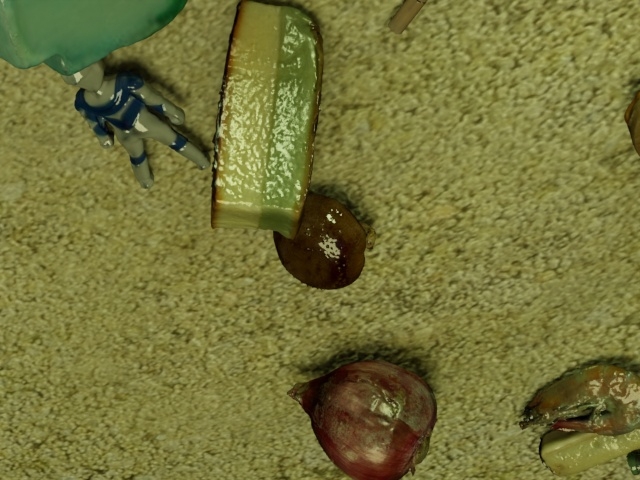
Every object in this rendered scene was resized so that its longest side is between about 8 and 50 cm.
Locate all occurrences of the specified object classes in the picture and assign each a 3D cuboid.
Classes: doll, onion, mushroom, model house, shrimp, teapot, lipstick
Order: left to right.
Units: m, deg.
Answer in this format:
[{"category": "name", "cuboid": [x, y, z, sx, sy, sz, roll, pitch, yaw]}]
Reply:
[{"category": "model house", "cuboid": [-0.286, -0.326, 1.357, 0.249, 0.230, 0.280, 32, 144, 37]}, {"category": "doll", "cuboid": [-0.212, -0.145, 1.596, 0.114, 0.057, 0.227, -13, 140, 27]}, {"category": "mushroom", "cuboid": [0.000, 0.000, 1.702, 0.127, 0.087, 0.127, 19, 134, 21]}, {"category": "onion", "cuboid": [0.049, 0.220, 1.858, 0.195, 0.159, 0.159, 24, 136, 13]}, {"category": "lipstick", "cuboid": [0.099, -0.245, 1.482, 0.019, 0.019, 0.094, 25, 132, -16]}, {"category": "shrimp", "cuboid": [0.330, 0.213, 1.869, 0.190, 0.042, 0.101, -22, 101, 35]}, {"category": "teapot", "cuboid": [0.461, 0.290, 1.945, 0.111, 0.043, 0.043, -6, 133, 19]}]

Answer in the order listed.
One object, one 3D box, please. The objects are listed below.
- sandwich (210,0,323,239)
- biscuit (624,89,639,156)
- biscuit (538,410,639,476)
[{"category": "sandwich", "cuboid": [-0.058, -0.122, 1.567, 0.108, 0.220, 0.186, 7, 171, -3]}, {"category": "biscuit", "cuboid": [0.407, -0.133, 1.534, 0.170, 0.050, 0.170, -2, 138, -2]}, {"category": "biscuit", "cuboid": [0.370, 0.249, 1.907, 0.188, 0.052, 0.056, -29, 108, 30]}]
